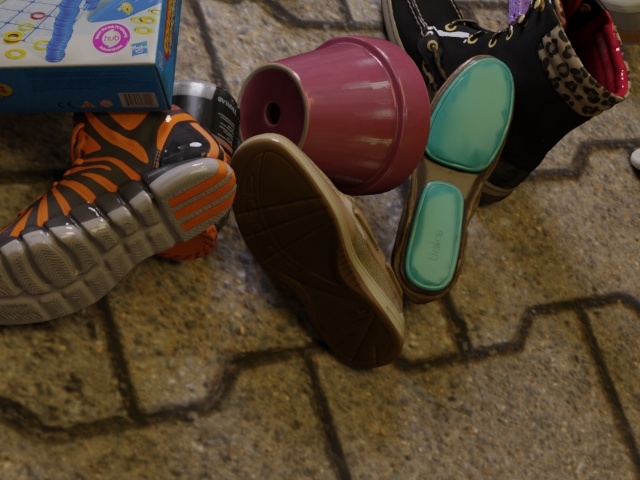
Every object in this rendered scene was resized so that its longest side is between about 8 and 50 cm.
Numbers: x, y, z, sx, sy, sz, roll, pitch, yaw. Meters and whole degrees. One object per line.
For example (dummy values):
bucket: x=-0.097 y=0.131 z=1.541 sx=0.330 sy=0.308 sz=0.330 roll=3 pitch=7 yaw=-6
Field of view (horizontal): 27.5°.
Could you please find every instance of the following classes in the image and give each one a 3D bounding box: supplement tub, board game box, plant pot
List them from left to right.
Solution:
board game box: x=-0.306 y=-0.284 z=1.421 sx=0.308 sy=0.086 sz=0.302 roll=-1 pitch=61 yaw=4
supplement tub: x=-0.157 y=-0.081 z=1.512 sx=0.117 sy=0.117 sz=0.190 roll=22 pitch=56 yaw=-26
plant pot: x=0.004 y=-0.151 z=1.600 sx=0.180 sy=0.201 sz=0.201 roll=-7 pitch=71 yaw=-45

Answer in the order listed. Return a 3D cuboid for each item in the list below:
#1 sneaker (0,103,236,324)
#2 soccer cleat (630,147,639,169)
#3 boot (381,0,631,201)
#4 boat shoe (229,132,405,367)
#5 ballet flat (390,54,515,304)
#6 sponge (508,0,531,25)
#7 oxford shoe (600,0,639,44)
sneaker: x=-0.259 y=-0.040 z=1.393 sx=0.321 sy=0.125 sz=0.180 roll=-26 pitch=51 yaw=-10
soccer cleat: x=0.585 y=-0.117 z=2.114 sx=0.196 sy=0.076 sz=0.068 roll=-3 pitch=34 yaw=-23
boot: x=0.249 y=-0.274 z=1.798 sx=0.138 sy=0.284 sz=0.377 roll=-9 pitch=72 yaw=-39
boat shoe: x=0.000 y=0.000 z=1.551 sx=0.341 sy=0.121 sz=0.110 roll=61 pitch=28 yaw=-30
ballet flat: x=0.162 y=-0.075 z=1.708 sx=0.116 sy=0.124 sz=0.343 roll=17 pitch=75 yaw=-8
sponge: x=0.359 y=-0.414 z=2.124 sx=0.117 sy=0.031 sz=0.210 roll=22 pitch=55 yaw=-26
oxford shoe: x=0.536 y=-0.486 z=2.239 sx=0.449 sy=0.169 sz=0.130 roll=-71 pitch=157 yaw=-45
